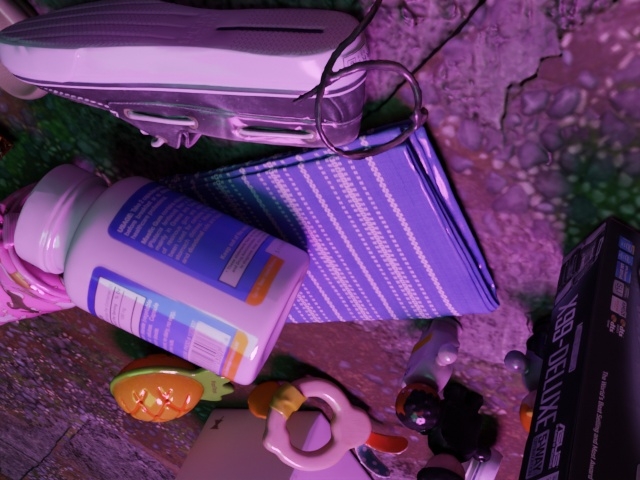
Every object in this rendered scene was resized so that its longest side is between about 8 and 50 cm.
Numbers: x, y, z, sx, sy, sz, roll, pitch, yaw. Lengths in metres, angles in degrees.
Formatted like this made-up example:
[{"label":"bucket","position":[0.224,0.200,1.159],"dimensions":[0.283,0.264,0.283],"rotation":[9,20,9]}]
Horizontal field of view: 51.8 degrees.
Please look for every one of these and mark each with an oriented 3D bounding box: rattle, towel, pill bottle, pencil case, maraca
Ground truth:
[{"label":"rattle","position":[0.005,0.271,0.948],"dimensions":[0.200,0.130,0.143],"rotation":[16,150,-19]},{"label":"towel","position":[0.000,0.000,0.712],"dimensions":[0.336,0.040,0.243],"rotation":[-7,130,36]},{"label":"pill bottle","position":[-0.162,0.026,0.681],"dimensions":[0.272,0.152,0.152],"rotation":[25,139,4]},{"label":"pencil case","position":[-0.426,0.033,0.873],"dimensions":[0.386,0.160,0.167],"rotation":[-15,109,39]},{"label":"maraca","position":[-0.228,0.225,1.014],"dimensions":[0.186,0.099,0.127],"rotation":[-3,145,-3]}]

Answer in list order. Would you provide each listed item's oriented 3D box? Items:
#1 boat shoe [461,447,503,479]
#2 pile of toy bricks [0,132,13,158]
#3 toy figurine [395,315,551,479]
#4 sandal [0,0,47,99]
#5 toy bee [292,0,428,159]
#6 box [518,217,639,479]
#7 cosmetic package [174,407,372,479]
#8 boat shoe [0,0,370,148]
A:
[{"label":"boat shoe","position":[0.181,0.325,0.892],"dimensions":[0.076,0.083,0.226],"rotation":[26,148,14]},{"label":"pile of toy bricks","position":[-0.477,-0.159,0.763],"dimensions":[0.212,0.118,0.105],"rotation":[46,176,-34]},{"label":"toy figurine","position":[0.191,0.194,0.714],"dimensions":[0.213,0.148,0.209],"rotation":[0,132,28]},{"label":"sandal","position":[-0.381,-0.247,0.614],"dimensions":[0.303,0.086,0.120],"rotation":[44,136,-18]},{"label":"toy bee","position":[0.047,-0.226,0.375],"dimensions":[0.195,0.162,0.298],"rotation":[35,109,-31]},{"label":"box","position":[0.288,0.161,0.507],"dimensions":[0.242,0.307,0.076],"rotation":[29,143,0]},{"label":"cosmetic package","position":[-0.014,0.482,1.109],"dimensions":[0.230,0.161,0.453],"rotation":[-9,127,35]},{"label":"boat shoe","position":[-0.124,-0.131,0.569],"dimensions":[0.335,0.121,0.119],"rotation":[10,132,17]}]
